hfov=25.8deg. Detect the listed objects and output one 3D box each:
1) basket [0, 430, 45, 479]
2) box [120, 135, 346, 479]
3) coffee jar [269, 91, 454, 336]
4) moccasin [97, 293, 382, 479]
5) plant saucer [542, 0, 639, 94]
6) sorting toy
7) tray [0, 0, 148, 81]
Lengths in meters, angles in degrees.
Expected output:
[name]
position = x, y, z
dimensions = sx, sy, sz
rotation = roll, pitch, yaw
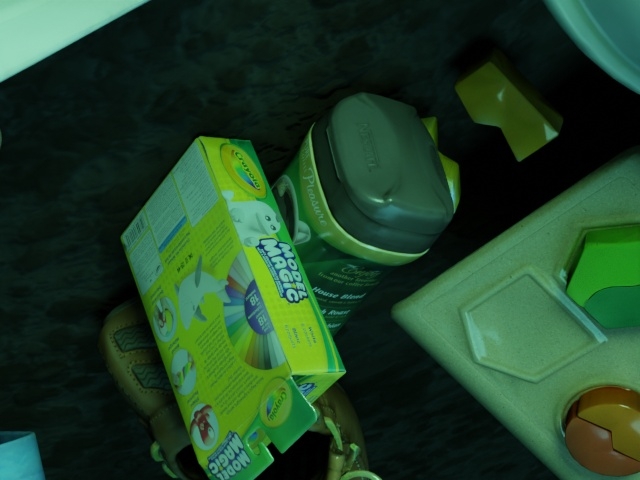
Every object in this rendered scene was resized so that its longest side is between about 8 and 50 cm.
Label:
[basket]
position = -0.289, 0.140, 0.727
dimensions = 0.255, 0.201, 0.289
rotation = -11, -178, -21
[box]
position = -0.049, 0.043, 0.781
dimensions = 0.043, 0.179, 0.105
rotation = 2, 145, -38
[coffee jar]
position = 0.000, 0.000, 0.828
dimensions = 0.079, 0.096, 0.184
rotation = 11, 140, -32
[moccasin]
position = -0.036, 0.154, 1.026
dimensions = 0.139, 0.147, 0.380
rotation = -22, 153, 1
[plant saucer]
position = 0.273, -0.186, 0.555
dimensions = 0.400, 0.100, 0.400
rotation = -8, 132, -9
[sorting toy]
position = 0.152, 0.038, 0.862
dimensions = 0.307, 0.041, 0.229
rotation = 44, 128, -15
[tray]
position = -0.126, -0.075, 0.503
dimensions = 0.145, 0.030, 0.270
rotation = -13, -162, 29
